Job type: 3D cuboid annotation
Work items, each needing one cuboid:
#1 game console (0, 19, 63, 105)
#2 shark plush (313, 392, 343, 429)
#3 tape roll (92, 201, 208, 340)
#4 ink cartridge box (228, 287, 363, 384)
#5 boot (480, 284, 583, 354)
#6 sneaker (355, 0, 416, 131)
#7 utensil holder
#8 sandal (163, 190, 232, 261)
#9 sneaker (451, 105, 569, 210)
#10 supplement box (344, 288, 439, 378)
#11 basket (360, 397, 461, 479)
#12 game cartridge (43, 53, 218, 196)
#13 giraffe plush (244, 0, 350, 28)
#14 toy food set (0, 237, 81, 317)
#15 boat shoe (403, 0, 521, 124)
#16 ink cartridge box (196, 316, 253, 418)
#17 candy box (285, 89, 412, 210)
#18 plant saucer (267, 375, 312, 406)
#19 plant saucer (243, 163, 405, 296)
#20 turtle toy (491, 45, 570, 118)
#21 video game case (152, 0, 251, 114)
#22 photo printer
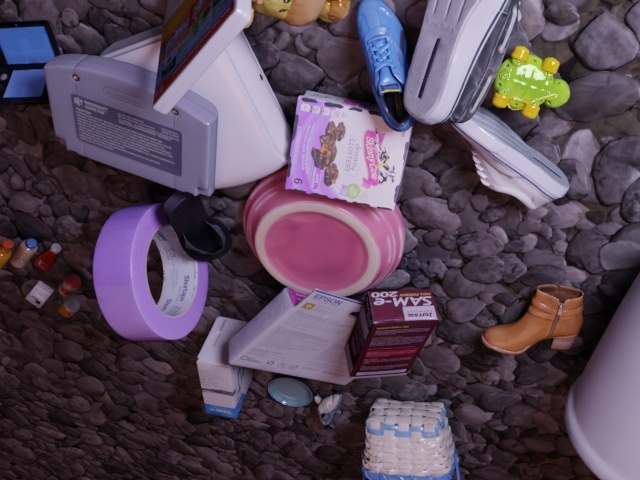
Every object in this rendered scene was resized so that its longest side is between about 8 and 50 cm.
[{"bbox_3d":[-0.540,-0.317,1.177,0.143,0.124,0.085,2,157,15],"label":"game console"},{"bbox_3d":[0.030,0.460,1.713,0.067,0.073,0.161,-16,125,-10],"label":"shark plush"},{"bbox_3d":[-0.332,0.063,1.316,0.090,0.275,0.275,-5,129,19],"label":"tape roll"},{"bbox_3d":[0.021,0.196,1.399,0.324,0.072,0.330,19,135,-32],"label":"ink cartridge box"},{"bbox_3d":[0.427,0.154,1.319,0.196,0.073,0.153,-4,131,3],"label":"boot"},{"bbox_3d":[0.103,-0.269,0.998,0.069,0.082,0.210,-14,102,15],"label":"sneaker"},{"bbox_3d":[0.658,0.240,1.158,0.327,0.328,0.386,12,131,6],"label":"utensil holder"},{"bbox_3d":[-0.237,-0.012,1.290,0.054,0.097,0.254,45,174,23],"label":"sandal"},{"bbox_3d":[0.296,-0.131,1.088,0.258,0.094,0.091,35,126,-16],"label":"sneaker"},{"bbox_3d":[0.134,0.189,1.293,0.130,0.073,0.240,-1,145,-13],"label":"supplement box"},{"bbox_3d":[0.224,0.543,1.606,0.254,0.201,0.289,1,99,17],"label":"basket"},{"bbox_3d":[-0.311,-0.197,1.093,0.297,0.062,0.198,20,133,6],"label":"game cartridge"},{"bbox_3d":[-0.039,-0.373,0.922,0.210,0.171,0.182,11,132,7],"label":"giraffe plush"},{"bbox_3d":[-0.643,0.073,1.525,0.232,0.111,0.104,40,129,-16],"label":"toy food set"},{"bbox_3d":[0.223,-0.325,0.931,0.119,0.121,0.335,-2,126,-40],"label":"boat shoe"},{"bbox_3d":[-0.227,0.309,1.587,0.085,0.148,0.203,10,132,9],"label":"ink cartridge box"},{"bbox_3d":[0.050,-0.155,1.124,0.196,0.070,0.165,12,113,5],"label":"candy box"},{"bbox_3d":[-0.077,0.387,1.699,0.119,0.021,0.119,8,131,10],"label":"plant saucer"},{"bbox_3d":[0.000,0.000,1.297,0.331,0.084,0.332,9,132,9],"label":"plant saucer"},{"bbox_3d":[0.323,-0.239,1.005,0.130,0.066,0.095,19,109,-4],"label":"turtle toy"},{"bbox_3d":[-0.164,-0.339,0.918,0.025,0.285,0.204,25,136,-34],"label":"video game case"},{"bbox_3d":[-0.202,-0.227,1.139,0.255,0.107,0.308,-10,127,24],"label":"photo printer"}]
